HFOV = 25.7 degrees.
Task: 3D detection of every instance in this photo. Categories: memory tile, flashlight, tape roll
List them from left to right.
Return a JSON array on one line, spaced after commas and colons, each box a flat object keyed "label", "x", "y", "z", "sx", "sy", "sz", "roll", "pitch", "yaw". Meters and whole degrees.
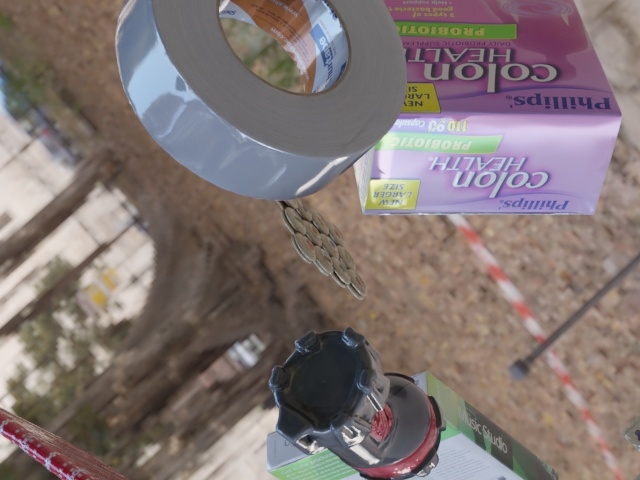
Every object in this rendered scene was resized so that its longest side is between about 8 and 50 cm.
[{"label": "tape roll", "x": -0.043, "y": -0.142, "z": 1.072, "sx": 0.219, "sy": 0.219, "sz": 0.072, "roll": 48, "pitch": 138, "yaw": -1}, {"label": "memory tile", "x": 0.000, "y": 0.000, "z": 1.577, "sx": 0.148, "sy": 0.012, "sz": 0.113, "roll": 36, "pitch": -155, "yaw": -50}, {"label": "flashlight", "x": 0.038, "y": 0.138, "z": 1.171, "sx": 0.304, "sy": 0.103, "sz": 0.103, "roll": 57, "pitch": -161, "yaw": -68}]

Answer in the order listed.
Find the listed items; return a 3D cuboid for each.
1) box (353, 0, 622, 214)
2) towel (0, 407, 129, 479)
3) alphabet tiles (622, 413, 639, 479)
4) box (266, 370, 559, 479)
[{"label": "box", "x": 0.134, "y": -0.144, "z": 1.293, "sx": 0.243, "sy": 0.213, "sz": 0.117, "roll": -98, "pitch": 11, "yaw": -46}, {"label": "towel", "x": -0.170, "y": 0.228, "z": 1.212, "sx": 0.275, "sy": 0.031, "sz": 0.199, "roll": 26, "pitch": 169, "yaw": 32}, {"label": "alphabet tiles", "x": 0.481, "y": 0.243, "z": 1.532, "sx": 0.342, "sy": 0.285, "sz": 0.011, "roll": 44, "pitch": 180, "yaw": -28}, {"label": "box", "x": 0.119, "y": 0.282, "z": 1.717, "sx": 0.322, "sy": 0.232, "sz": 0.058, "roll": 39, "pitch": -144, "yaw": -43}]
